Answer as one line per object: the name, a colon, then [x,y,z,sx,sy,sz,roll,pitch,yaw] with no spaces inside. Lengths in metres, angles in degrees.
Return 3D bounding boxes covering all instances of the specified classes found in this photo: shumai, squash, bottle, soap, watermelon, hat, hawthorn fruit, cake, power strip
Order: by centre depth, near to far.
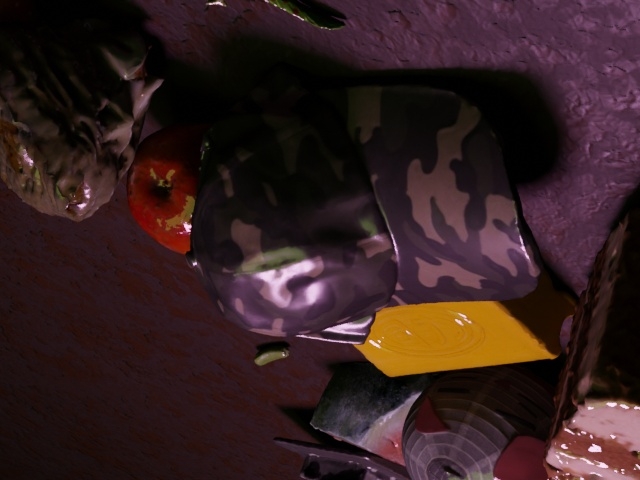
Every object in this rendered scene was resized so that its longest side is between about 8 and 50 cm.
cake: [0.396,0.146,1.463,0.256,0.282,0.290,17,150,3]
hat: [0.036,-0.005,1.503,0.382,0.257,0.366,12,131,56]
shumai: [-0.302,-0.167,1.634,0.255,0.218,0.189,58,161,-9]
bottle: [-0.381,-0.287,1.639,0.069,0.069,0.187,15,150,23]
hawthorn fruit: [-0.155,-0.068,1.687,0.189,0.189,0.189,21,151,13]
soap: [0.145,0.079,1.746,0.204,0.096,0.324,41,149,-23]
watermelon: [0.143,0.302,2.115,0.193,0.139,0.257,5,152,50]
squash: [-0.078,0.183,2.181,0.027,0.027,0.089,40,144,-21]
power strip: [0.074,0.413,2.311,0.257,0.092,0.251,32,153,-35]

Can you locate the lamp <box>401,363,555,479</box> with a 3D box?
lamp: [0.234,0.282,1.859,0.265,0.233,0.233,11,147,33]

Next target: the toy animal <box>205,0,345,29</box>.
toy animal: [-0.080,-0.267,1.443,0.217,0.041,0.075,30,150,-12]
